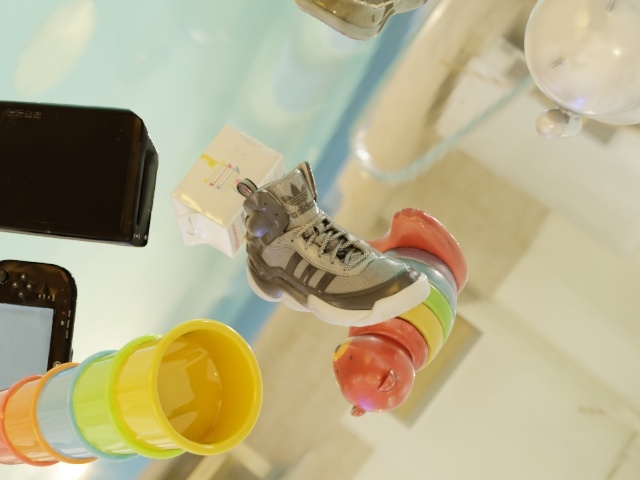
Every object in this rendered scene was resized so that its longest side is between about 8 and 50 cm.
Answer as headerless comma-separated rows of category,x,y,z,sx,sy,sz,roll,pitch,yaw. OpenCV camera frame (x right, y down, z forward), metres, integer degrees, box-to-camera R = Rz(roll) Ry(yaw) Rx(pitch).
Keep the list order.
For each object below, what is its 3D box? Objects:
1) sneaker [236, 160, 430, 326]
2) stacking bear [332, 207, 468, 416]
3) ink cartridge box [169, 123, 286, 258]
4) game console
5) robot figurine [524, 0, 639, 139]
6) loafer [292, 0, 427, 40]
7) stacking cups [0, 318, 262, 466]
sneaker,0.000,0.000,1.834,0.101,0.268,0.153,-34,119,-34
stacking bear,0.102,0.123,2.377,0.175,0.164,0.289,-40,-162,43
ink cartridge box,-0.120,-0.055,2.106,0.143,0.090,0.092,-54,161,-20
game console,-0.276,0.042,1.660,0.044,0.213,0.361,10,86,-65
robot figurine,0.399,-0.264,2.299,0.300,0.199,0.353,-60,161,10
loafer,0.052,-0.272,1.677,0.251,0.094,0.087,-40,159,-59
stacking cups,-0.170,0.121,1.265,0.316,0.096,0.096,-13,-152,52
